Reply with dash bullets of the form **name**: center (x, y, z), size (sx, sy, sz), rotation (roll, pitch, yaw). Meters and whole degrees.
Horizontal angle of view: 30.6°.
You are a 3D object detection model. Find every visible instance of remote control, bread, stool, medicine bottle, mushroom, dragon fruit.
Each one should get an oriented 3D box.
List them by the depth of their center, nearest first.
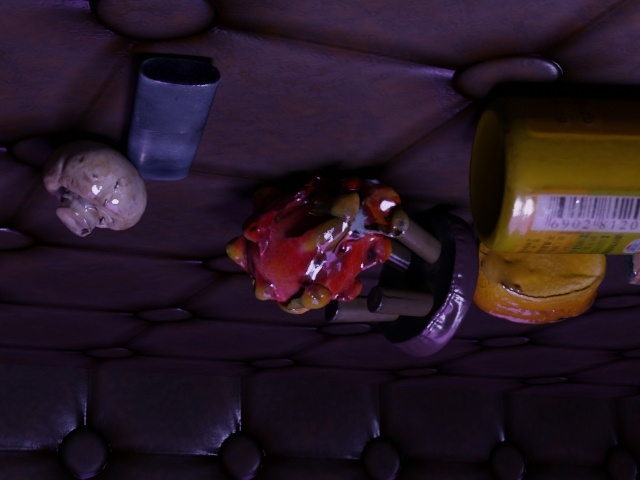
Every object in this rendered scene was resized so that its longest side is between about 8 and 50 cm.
- **medicine bottle**: center (0.420, -0.091, 1.659), size (0.385, 0.224, 0.224), rotation (0, 163, -7)
- **remote control**: center (-0.219, -0.165, 1.668), size (0.107, 0.044, 0.377), rotation (-1, 164, -13)
- **mushroom**: center (-0.343, -0.076, 1.769), size (0.166, 0.127, 0.166), rotation (19, 153, 10)
- **dragon fruit**: center (-0.004, -0.008, 1.959), size (0.227, 0.243, 0.307), rotation (36, 105, -29)
- **stool**: center (0.141, 0.062, 2.096), size (0.179, 0.272, 0.272), rotation (17, 157, -27)
- **bread**: center (0.403, 0.054, 2.198), size (0.270, 0.195, 0.142), rotation (-2, 154, -9)

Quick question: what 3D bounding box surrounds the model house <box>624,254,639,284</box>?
- **model house**: center (0.563, -0.023, 1.967), size (0.172, 0.182, 0.166), rotation (-14, 158, 30)
